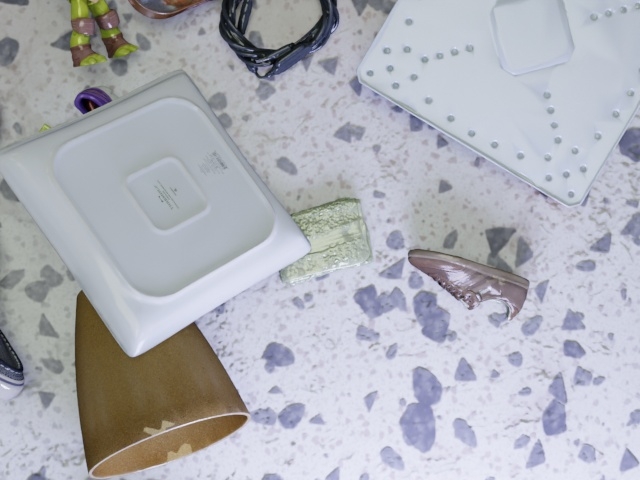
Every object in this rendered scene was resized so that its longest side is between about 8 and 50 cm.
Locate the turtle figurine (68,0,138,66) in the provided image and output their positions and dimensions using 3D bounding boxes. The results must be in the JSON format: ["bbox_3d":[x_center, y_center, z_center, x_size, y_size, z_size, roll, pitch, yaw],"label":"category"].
[{"bbox_3d":[-0.351,-0.365,1.748,0.087,0.269,0.217,-6,105,26],"label":"turtle figurine"}]

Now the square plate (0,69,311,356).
[{"bbox_3d":[-0.225,-0.059,1.703,0.344,0.049,0.347,-31,81,-33],"label":"square plate"}]

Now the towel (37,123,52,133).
[{"bbox_3d":[-0.400,-0.130,1.818,0.083,0.009,0.060,38,87,1],"label":"towel"}]

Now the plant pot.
[{"bbox_3d":[-0.253,0.177,1.712,0.237,0.237,0.254,-21,74,-2],"label":"plant pot"}]

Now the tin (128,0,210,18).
[{"bbox_3d":[-0.206,-0.398,1.794,0.190,0.040,0.106,-27,95,-24],"label":"tin"}]

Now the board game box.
[{"bbox_3d":[0.312,-0.309,1.802,0.390,0.050,0.390,31,91,-2],"label":"board game box"}]

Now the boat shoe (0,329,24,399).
[{"bbox_3d":[-0.519,0.063,1.744,0.340,0.127,0.158,45,94,2],"label":"boat shoe"}]

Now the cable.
[{"bbox_3d":[-0.060,-0.342,1.825,0.184,0.047,0.150,-38,83,0],"label":"cable"}]

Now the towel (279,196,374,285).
[{"bbox_3d":[0.000,0.000,1.811,0.148,0.027,0.110,-16,86,-2],"label":"towel"}]

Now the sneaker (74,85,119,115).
[{"bbox_3d":[-0.303,-0.155,1.784,0.170,0.071,0.068,45,115,5],"label":"sneaker"}]

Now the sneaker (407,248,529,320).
[{"bbox_3d":[0.215,0.065,1.793,0.188,0.066,0.071,16,88,0],"label":"sneaker"}]
